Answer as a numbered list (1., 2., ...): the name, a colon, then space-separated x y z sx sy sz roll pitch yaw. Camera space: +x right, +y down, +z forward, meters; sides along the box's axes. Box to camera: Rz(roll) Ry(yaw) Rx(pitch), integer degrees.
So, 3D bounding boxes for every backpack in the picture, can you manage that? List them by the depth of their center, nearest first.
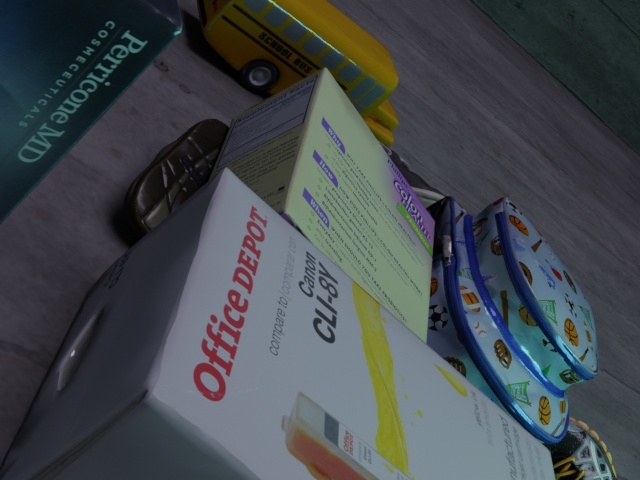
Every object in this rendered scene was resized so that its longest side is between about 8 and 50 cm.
1. backpack: 0.174 0.105 1.088 0.276 0.213 0.263 43 35 -21

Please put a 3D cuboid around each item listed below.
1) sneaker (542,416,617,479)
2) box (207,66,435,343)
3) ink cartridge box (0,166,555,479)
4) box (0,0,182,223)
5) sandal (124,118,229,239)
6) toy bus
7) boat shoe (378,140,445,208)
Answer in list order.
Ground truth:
1. sneaker: 0.303 0.290 1.171 0.215 0.084 0.083 51 29 2
2. box: 0.000 0.000 0.950 0.213 0.117 0.243 51 29 -27
3. ink cartridge box: 0.000 0.172 0.728 0.385 0.160 0.279 41 25 -18
4. box: -0.280 -0.128 0.522 0.294 0.296 0.182 28 32 -39
5. sandal: -0.126 -0.051 0.967 0.090 0.060 0.219 59 32 -13
6. toy bus: -0.014 -0.240 1.341 0.333 0.130 0.108 30 31 -36
7. boat shoe: 0.046 -0.072 1.247 0.095 0.112 0.335 44 12 34
